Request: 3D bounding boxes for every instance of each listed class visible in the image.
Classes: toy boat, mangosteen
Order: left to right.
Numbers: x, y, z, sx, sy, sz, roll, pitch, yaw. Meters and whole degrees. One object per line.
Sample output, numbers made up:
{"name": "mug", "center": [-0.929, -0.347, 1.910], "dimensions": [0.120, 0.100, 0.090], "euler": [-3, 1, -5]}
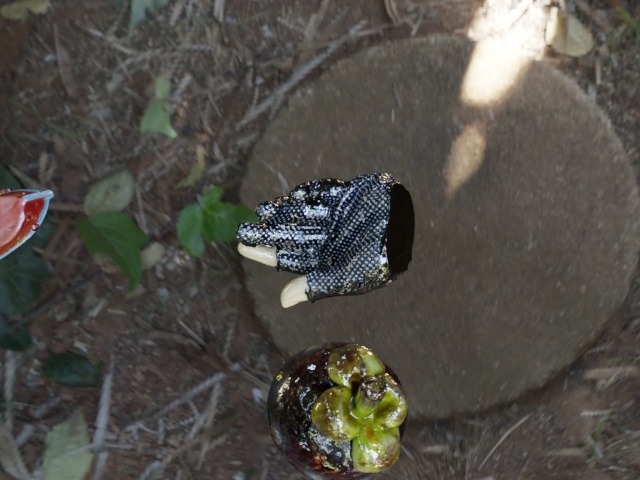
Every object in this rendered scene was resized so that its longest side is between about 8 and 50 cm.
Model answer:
{"name": "toy boat", "center": [-0.400, -0.010, 1.316], "dimensions": [0.173, 0.059, 0.069], "euler": [-36, 83, 5]}
{"name": "mangosteen", "center": [0.031, 0.221, 1.413], "dimensions": [0.192, 0.217, 0.192], "euler": [4, 75, -14]}

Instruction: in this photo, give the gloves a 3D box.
{"name": "gloves", "center": [0.001, -0.002, 1.139], "dimensions": [0.181, 0.106, 0.129], "euler": [-3, 100, 27]}
